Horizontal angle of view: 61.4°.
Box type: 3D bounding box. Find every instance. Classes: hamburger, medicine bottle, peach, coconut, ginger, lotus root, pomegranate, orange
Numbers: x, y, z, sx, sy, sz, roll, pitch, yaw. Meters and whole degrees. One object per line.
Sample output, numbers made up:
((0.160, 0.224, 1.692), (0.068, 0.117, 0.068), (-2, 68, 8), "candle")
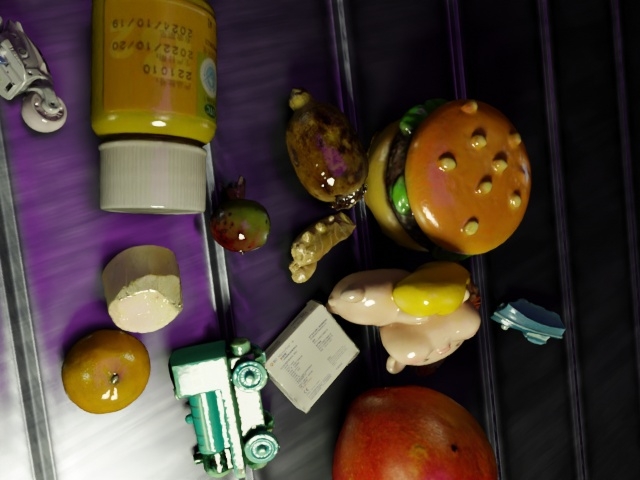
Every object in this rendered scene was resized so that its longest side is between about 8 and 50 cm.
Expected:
((0.328, -0.139, 1.320), (0.396, 0.277, 0.396), (0, 91, -28), "hamburger")
((-0.024, 0.267, 1.250), (0.201, 0.052, 0.171), (-47, 111, -20), "medicine bottle")
((0.199, 0.513, 1.217), (0.388, 0.388, 0.388), (0, 90, -30), "peach")
((-0.336, 0.084, 1.022), (0.147, 0.153, 0.147), (-13, 131, -16), "coconut")
((-0.008, -0.003, 1.238), (0.205, 0.081, 0.115), (-51, 124, -20), "ginger")
((-0.303, -0.245, 0.989), (0.224, 0.224, 0.384), (1, 89, -30), "medicine bottle")
((0.012, -0.202, 1.216), (0.169, 0.141, 0.314), (-37, 107, -29), "lotus root")
((-0.174, -0.050, 1.122), (0.129, 0.129, 0.159), (-30, 98, -26), "pomegranate")
((-0.394, 0.243, 0.998), (0.156, 0.124, 0.156), (-2, 94, -27), "orange")

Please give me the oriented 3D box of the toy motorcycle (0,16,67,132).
((-0.531, -0.310, 0.943), (0.112, 0.112, 0.254), (-40, 107, -23), "toy motorcycle")

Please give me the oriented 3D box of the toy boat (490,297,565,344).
((0.602, 0.241, 1.590), (0.238, 0.109, 0.098), (19, 126, -21), "toy boat")

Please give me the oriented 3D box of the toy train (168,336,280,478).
((-0.194, 0.348, 1.116), (0.194, 0.120, 0.298), (-9, 103, -9), "toy train")

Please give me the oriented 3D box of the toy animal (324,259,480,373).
((0.199, 0.183, 1.206), (0.345, 0.277, 0.247), (-8, 93, -8), "toy animal")

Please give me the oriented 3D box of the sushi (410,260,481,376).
((0.310, 0.191, 1.405), (0.124, 0.130, 0.332), (45, 75, -27), "sushi")
